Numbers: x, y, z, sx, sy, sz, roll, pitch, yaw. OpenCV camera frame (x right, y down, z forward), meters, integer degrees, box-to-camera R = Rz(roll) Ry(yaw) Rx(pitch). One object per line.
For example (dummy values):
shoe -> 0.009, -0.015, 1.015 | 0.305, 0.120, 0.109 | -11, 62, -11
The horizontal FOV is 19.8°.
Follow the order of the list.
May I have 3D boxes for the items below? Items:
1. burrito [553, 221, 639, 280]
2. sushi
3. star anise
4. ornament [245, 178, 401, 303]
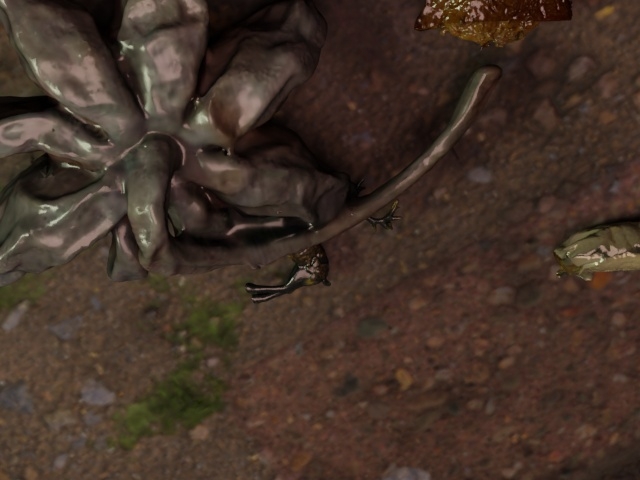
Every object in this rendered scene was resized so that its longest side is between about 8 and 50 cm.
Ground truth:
burrito -> 0.262, 0.001, 1.340 | 0.185, 0.041, 0.045 | -4, 159, -7
sushi -> 0.117, -0.156, 1.226 | 0.118, 0.061, 0.060 | -2, 105, -8
star anise -> -0.091, -0.082, 1.193 | 0.359, 0.139, 0.316 | -42, 119, 4
ornament -> 0.000, 0.000, 1.307 | 0.125, 0.028, 0.073 | -19, 117, 4
